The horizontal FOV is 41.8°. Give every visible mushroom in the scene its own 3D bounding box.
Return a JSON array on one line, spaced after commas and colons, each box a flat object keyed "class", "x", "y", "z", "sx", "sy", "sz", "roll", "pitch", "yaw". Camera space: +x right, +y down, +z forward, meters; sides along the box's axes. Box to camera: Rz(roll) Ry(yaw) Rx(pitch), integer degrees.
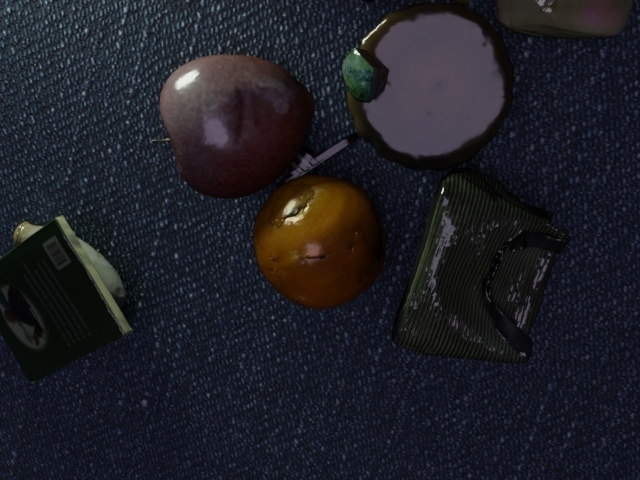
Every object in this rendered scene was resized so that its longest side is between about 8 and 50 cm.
[{"class": "mushroom", "x": -0.507, "y": 0.046, "z": 1.696, "sx": 0.270, "sy": 0.103, "sz": 0.118, "roll": 44, "pitch": 116, "yaw": 5}]

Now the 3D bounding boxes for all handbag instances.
[{"class": "handbag", "x": 0.279, "y": 0.056, "z": 1.480, "sx": 0.240, "sy": 0.247, "sz": 0.341, "roll": 16, "pitch": 99, "yaw": 5}]

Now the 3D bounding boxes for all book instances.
[{"class": "book", "x": -0.545, "y": 0.127, "z": 1.671, "sx": 0.370, "sy": 0.043, "sz": 0.260, "roll": -25, "pitch": 96, "yaw": 39}]

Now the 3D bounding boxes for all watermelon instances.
[{"class": "watermelon", "x": 0.075, "y": -0.275, "z": 1.361, "sx": 0.072, "sy": 0.092, "sz": 0.085, "roll": -41, "pitch": 100, "yaw": -17}]

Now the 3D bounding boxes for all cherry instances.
[{"class": "cherry", "x": -0.153, "y": -0.209, "z": 1.513, "sx": 0.307, "sy": 0.221, "sz": 0.261, "roll": -16, "pitch": 103, "yaw": -5}]

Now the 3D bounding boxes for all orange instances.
[{"class": "orange", "x": 0.000, "y": 0.000, "z": 1.516, "sx": 0.246, "sy": 0.246, "sz": 0.246, "roll": 2, "pitch": 104, "yaw": 9}]

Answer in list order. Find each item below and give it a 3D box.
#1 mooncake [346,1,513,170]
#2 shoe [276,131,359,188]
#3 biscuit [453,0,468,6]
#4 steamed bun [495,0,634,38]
[{"class": "mooncake", "x": 0.191, "y": -0.267, "z": 1.464, "sx": 0.290, "sy": 0.161, "sz": 0.291, "roll": 2, "pitch": 104, "yaw": 8}, {"class": "shoe", "x": -0.014, "y": -0.164, "z": 1.573, "sx": 0.179, "sy": 0.071, "sz": 0.049, "roll": -33, "pitch": 95, "yaw": 9}, {"class": "biscuit", "x": 0.225, "y": -0.510, "z": 1.423, "sx": 0.144, "sy": 0.016, "sz": 0.203, "roll": 30, "pitch": 133, "yaw": 11}, {"class": "steamed bun", "x": 0.408, "y": -0.419, "z": 1.390, "sx": 0.238, "sy": 0.153, "sz": 0.170, "roll": 6, "pitch": 111, "yaw": 7}]
